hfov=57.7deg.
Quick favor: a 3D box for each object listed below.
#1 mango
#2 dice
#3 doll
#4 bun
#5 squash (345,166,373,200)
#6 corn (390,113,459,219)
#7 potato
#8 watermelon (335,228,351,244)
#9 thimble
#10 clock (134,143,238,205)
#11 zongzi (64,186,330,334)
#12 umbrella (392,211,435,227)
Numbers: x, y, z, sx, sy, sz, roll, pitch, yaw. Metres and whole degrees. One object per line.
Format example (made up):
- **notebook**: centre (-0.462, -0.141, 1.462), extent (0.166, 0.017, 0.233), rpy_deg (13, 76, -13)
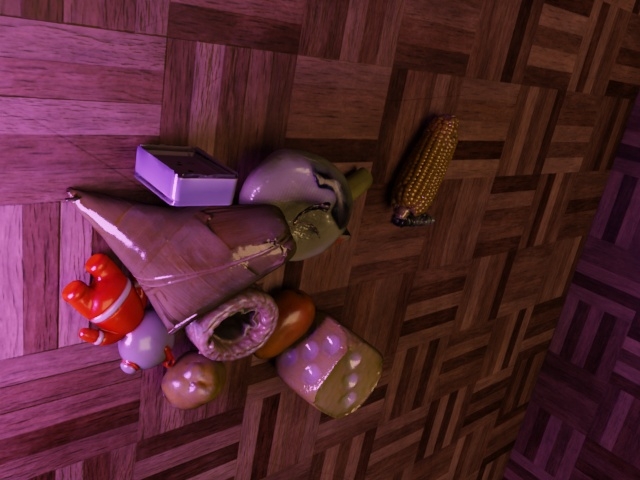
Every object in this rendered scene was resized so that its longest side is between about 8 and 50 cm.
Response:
- **mango**: centre (-0.111, 0.228, 1.591), extent (0.221, 0.120, 0.151), rpy_deg (-42, 136, -8)
- **dice**: centre (0.023, 0.360, 1.710), extent (0.233, 0.227, 0.238), rpy_deg (-53, 136, -7)
- **doll**: centre (-0.420, 0.179, 1.285), extent (0.336, 0.105, 0.200), rpy_deg (59, 46, -38)
- **bun**: centre (-0.064, -0.097, 1.407), extent (0.283, 0.179, 0.283), rpy_deg (-4, 120, -7)
- **squash**: centre (0.038, -0.116, 1.574), extent (0.250, 0.083, 0.083), rpy_deg (-31, 130, -29)
- **corn**: centre (0.317, -0.219, 1.745), extent (0.130, 0.130, 0.347), rpy_deg (24, 94, -47)
- **potato**: centre (-0.311, 0.346, 1.433), extent (0.137, 0.200, 0.155), rpy_deg (32, 72, -4)
- **watermelon**: centre (-0.004, -0.004, 1.612), extent (0.245, 0.063, 0.119), rpy_deg (-19, 155, -37)
- **thimble**: centre (-0.229, 0.188, 1.442), extent (0.229, 0.148, 0.196), rpy_deg (-21, 128, -34)
- **clock**: centre (-0.276, -0.135, 1.185), extent (0.144, 0.193, 0.073), rpy_deg (-4, 116, -41)
- **zongzi**: centre (-0.226, -0.045, 1.208), extent (0.447, 0.181, 0.418), rpy_deg (-31, 120, 5)
- **umbrella**: centre (0.308, -0.066, 1.876), extent (0.188, 0.046, 0.050), rpy_deg (-1, 151, -43)
